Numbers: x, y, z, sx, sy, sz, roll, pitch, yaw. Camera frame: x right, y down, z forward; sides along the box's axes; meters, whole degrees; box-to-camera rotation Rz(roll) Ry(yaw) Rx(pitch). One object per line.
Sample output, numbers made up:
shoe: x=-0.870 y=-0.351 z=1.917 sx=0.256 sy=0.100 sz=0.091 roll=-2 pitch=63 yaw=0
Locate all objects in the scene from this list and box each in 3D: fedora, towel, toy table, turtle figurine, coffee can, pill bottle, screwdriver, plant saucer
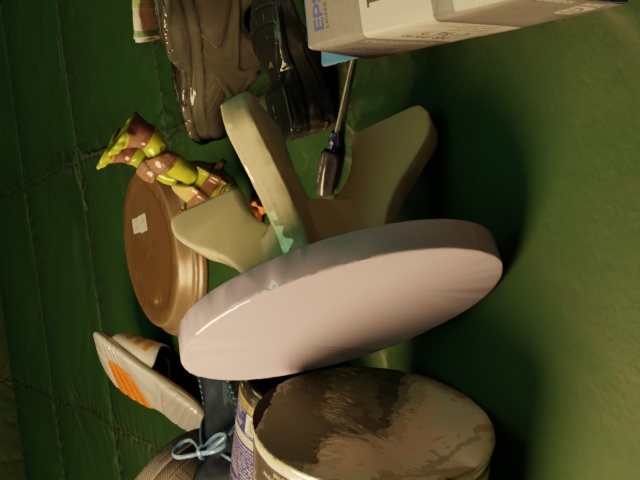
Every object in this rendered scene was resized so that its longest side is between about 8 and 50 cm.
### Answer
fedora: x=-0.185 y=0.387 z=1.266 sx=0.124 sy=0.244 sz=0.275 roll=34 pitch=129 yaw=16
towel: x=-0.223 y=-0.342 z=1.243 sx=0.113 sy=0.023 sz=0.152 roll=-63 pitch=-24 yaw=-73
toy table: x=0.000 y=0.000 z=0.796 sx=0.252 sy=0.274 sz=0.161 roll=66 pitch=-170 yaw=-60
turtle figurine: x=-0.142 y=-0.064 z=1.088 sx=0.087 sy=0.217 sz=0.269 roll=-59 pitch=18 yaw=-7
coffee can: x=0.038 y=0.276 z=0.809 sx=0.201 sy=0.201 sz=0.275 roll=30 pitch=122 yaw=55
pill bottle: x=-0.035 y=0.232 z=1.007 sx=0.123 sy=0.123 sz=0.219 roll=44 pitch=134 yaw=48
screwdriver: x=0.019 y=-0.122 z=0.931 sx=0.025 sy=0.024 sz=0.170 roll=-93 pitch=14 yaw=-69
plant saucer: x=-0.239 y=0.011 z=1.400 sx=0.278 sy=0.041 sz=0.278 roll=25 pitch=119 yaw=57

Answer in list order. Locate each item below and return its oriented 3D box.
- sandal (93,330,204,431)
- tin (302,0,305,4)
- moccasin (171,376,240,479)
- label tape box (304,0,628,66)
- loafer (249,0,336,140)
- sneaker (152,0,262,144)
sandal: x=-0.245 y=0.209 z=1.438 sx=0.265 sy=0.076 sz=0.102 roll=27 pitch=138 yaw=32
tin: x=0.013 y=-0.307 z=0.873 sx=0.106 sy=0.040 sz=0.189 roll=56 pitch=142 yaw=45
moccasin: x=-0.100 y=0.288 z=1.141 sx=0.138 sy=0.117 sz=0.342 roll=-51 pitch=54 yaw=53
label tape box: x=0.052 y=-0.267 z=0.699 sx=0.334 sy=0.106 sz=0.240 roll=1 pitch=98 yaw=53
loafer: x=-0.028 y=-0.187 z=0.936 sx=0.062 sy=0.061 sz=0.170 roll=4 pitch=106 yaw=61
sneaker: x=-0.107 y=-0.202 z=1.044 sx=0.286 sy=0.130 sz=0.109 roll=94 pitch=162 yaw=-67
